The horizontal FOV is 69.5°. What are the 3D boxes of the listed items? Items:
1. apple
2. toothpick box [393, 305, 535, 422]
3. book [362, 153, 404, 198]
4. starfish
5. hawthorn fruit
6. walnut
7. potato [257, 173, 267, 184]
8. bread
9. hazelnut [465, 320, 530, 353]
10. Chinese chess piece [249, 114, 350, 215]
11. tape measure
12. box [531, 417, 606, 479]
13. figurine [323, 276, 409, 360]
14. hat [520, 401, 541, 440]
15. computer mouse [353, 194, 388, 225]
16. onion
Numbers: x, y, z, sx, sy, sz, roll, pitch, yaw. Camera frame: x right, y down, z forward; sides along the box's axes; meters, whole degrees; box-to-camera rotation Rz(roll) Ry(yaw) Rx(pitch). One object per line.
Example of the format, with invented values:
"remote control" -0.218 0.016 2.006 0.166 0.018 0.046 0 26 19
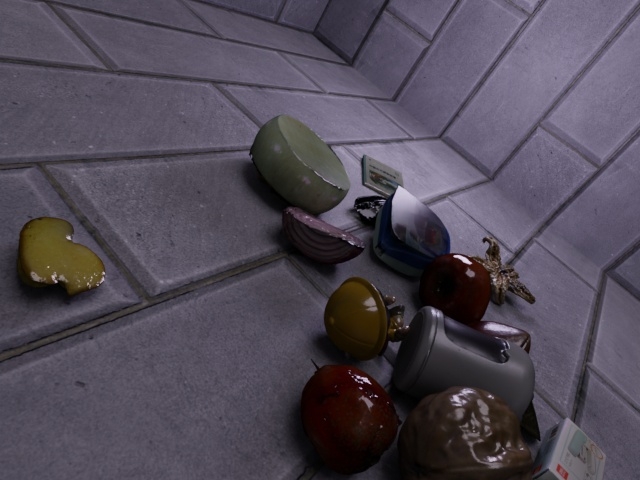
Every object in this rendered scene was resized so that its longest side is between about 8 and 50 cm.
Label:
"apple" 0.414 0.149 1.405 0.234 0.234 0.234 24 32 -16
"toothpick box" 0.345 0.317 1.080 0.316 0.229 0.229 24 31 2
"book" 0.278 -0.272 2.045 0.214 0.025 0.283 25 34 -14
"starfish" 0.704 0.128 1.820 0.303 0.113 0.312 0 54 -40
"hawthorn fruit" 0.036 0.317 0.873 0.181 0.181 0.235 -1 33 -45
"walnut" 0.277 0.418 0.884 0.273 0.227 0.273 21 36 -16
"potato" -0.161 -0.200 1.505 0.092 0.045 0.046 28 5 -18
"bread" -0.485 0.035 0.858 0.149 0.065 0.188 19 29 -43
"hazelnut" 0.475 0.303 1.255 0.208 0.208 0.208 24 32 -16
"Chinese chess piece" -0.062 -0.243 1.500 0.349 0.146 0.349 37 27 -23
"tape measure" 0.303 -0.010 1.553 0.262 0.138 0.259 31 44 -14
"box" 0.617 0.569 1.144 0.135 0.079 0.269 47 32 20
"figurine" 0.111 0.194 1.108 0.192 0.167 0.256 51 11 33
"hat" 0.536 0.464 1.238 0.146 0.067 0.146 -13 90 -75
"computer mouse" 0.220 -0.114 1.719 0.241 0.078 0.146 3 41 -40
"onion" 0.000 0.000 1.334 0.250 0.111 0.247 25 8 4
